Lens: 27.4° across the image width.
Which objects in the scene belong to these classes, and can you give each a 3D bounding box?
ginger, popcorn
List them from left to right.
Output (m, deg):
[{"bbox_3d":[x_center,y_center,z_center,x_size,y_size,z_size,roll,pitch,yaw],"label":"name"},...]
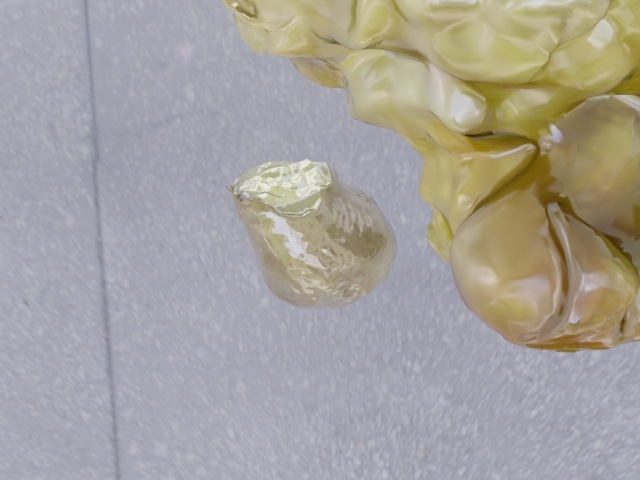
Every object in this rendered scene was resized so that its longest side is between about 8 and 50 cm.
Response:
[{"bbox_3d":[0.000,0.000,1.287,0.138,0.267,0.152,-27,69,2],"label":"ginger"},{"bbox_3d":[0.080,-0.131,0.438,0.225,0.265,0.332,-10,78,-31],"label":"popcorn"}]
